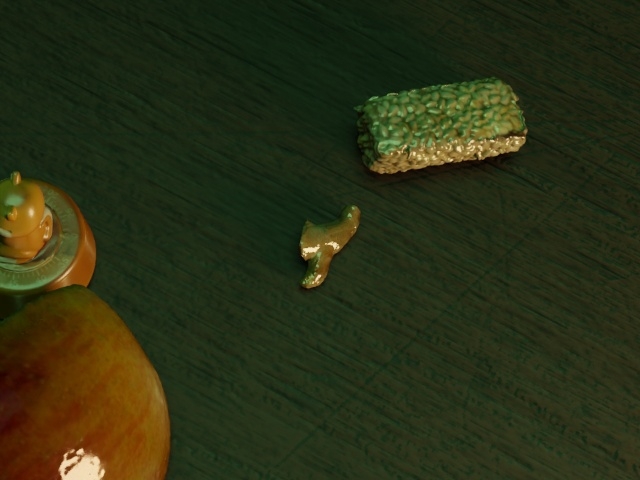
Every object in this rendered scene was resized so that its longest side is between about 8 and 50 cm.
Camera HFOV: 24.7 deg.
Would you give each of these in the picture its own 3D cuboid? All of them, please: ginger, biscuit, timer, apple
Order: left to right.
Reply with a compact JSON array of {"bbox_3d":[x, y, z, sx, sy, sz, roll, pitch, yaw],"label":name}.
[{"bbox_3d":[-0.262,0.203,1.215,0.346,0.179,0.254,-51,117,-22],"label":"apple"},{"bbox_3d":[-0.269,-0.013,1.302,0.132,0.152,0.132,2,67,-6],"label":"timer"},{"bbox_3d":[-0.001,0.000,1.396,0.048,0.030,0.097,41,69,-19],"label":"ginger"},{"bbox_3d":[0.118,-0.110,1.433,0.168,0.070,0.082,-11,73,-14],"label":"biscuit"}]
